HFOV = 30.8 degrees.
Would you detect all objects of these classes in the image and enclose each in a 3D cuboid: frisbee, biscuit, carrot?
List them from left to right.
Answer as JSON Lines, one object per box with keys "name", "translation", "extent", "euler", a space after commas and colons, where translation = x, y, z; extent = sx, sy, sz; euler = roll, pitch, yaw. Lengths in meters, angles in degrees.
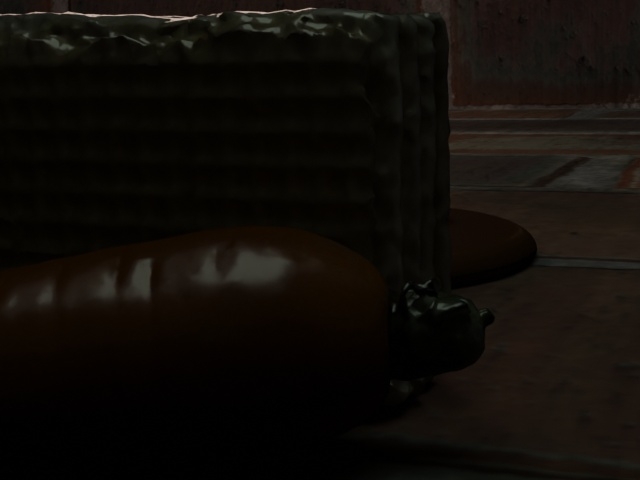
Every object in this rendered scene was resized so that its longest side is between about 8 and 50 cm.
{"name": "carrot", "translation": [-0.118, 0.037, 0.336], "extent": [0.336, 0.069, 0.069], "euler": [-4, 9, 1]}
{"name": "biscuit", "translation": [-0.156, -0.024, 0.473], "extent": [0.426, 0.143, 0.078], "euler": [2, 11, 24]}
{"name": "frisbee", "translation": [0.000, 0.000, 0.680], "extent": [0.251, 0.021, 0.251], "euler": [0, 9, 0]}
